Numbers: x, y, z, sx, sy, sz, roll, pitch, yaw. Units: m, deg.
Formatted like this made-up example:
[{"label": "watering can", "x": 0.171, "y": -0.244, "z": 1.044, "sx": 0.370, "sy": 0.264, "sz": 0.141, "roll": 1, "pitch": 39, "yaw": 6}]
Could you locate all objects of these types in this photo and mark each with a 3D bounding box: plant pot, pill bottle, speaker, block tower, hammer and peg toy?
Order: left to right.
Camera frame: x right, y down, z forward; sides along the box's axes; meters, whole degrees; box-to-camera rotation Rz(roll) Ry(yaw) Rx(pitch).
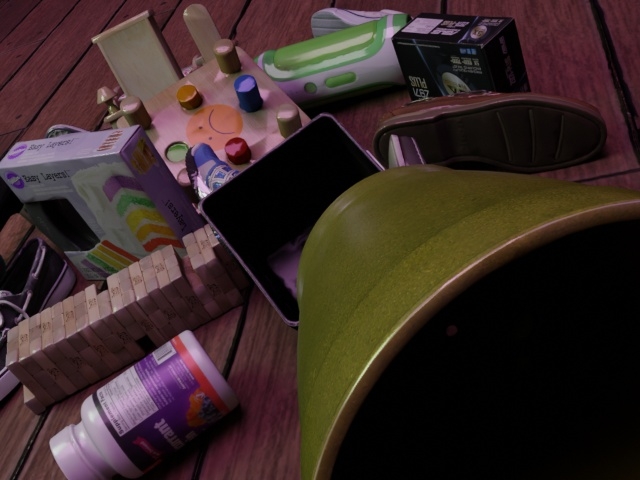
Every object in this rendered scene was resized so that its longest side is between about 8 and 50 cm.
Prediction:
[{"label": "block tower", "x": -0.266, "y": 0.102, "z": 1.018, "sx": 0.336, "sy": 0.097, "sz": 0.091, "roll": -30, "pitch": 35, "yaw": -3}, {"label": "pill bottle", "x": -0.199, "y": 0.198, "z": 0.844, "sx": 0.194, "sy": 0.108, "sz": 0.108, "roll": -35, "pitch": 37, "yaw": -11}, {"label": "hammer and peg toy", "x": -0.132, "y": -0.146, "z": 1.194, "sx": 0.266, "sy": 0.127, "sz": 0.361, "roll": -36, "pitch": 63, "yaw": -12}, {"label": "plant pot", "x": 0.000, "y": 0.000, "z": 0.882, "sx": 0.188, "sy": 0.167, "sz": 0.187, "roll": -37, "pitch": 68, "yaw": -7}, {"label": "speaker", "x": 0.026, "y": -0.308, "z": 1.324, "sx": 0.297, "sy": 0.131, "sz": 0.131, "roll": -11, "pitch": 38, "yaw": 20}, {"label": "plant pot", "x": 0.128, "y": 0.091, "z": 0.612, "sx": 0.367, "sy": 0.366, "sz": 0.353, "roll": -29, "pitch": 25, "yaw": -3}]

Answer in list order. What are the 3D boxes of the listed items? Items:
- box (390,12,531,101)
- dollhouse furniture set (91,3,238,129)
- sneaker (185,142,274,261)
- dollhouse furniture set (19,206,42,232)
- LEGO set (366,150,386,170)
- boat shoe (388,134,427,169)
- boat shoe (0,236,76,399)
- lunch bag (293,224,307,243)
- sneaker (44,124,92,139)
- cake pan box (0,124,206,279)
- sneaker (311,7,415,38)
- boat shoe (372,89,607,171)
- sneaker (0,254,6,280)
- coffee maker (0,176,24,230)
[{"label": "box", "x": 0.213, "y": -0.257, "z": 1.128, "sx": 0.077, "sy": 0.147, "sz": 0.180, "roll": -44, "pitch": 40, "yaw": -22}, {"label": "dollhouse furniture set", "x": -0.298, "y": -0.374, "z": 1.480, "sx": 0.303, "sy": 0.173, "sz": 0.355, "roll": -22, "pitch": 20, "yaw": 9}, {"label": "sneaker", "x": -0.121, "y": -0.064, "z": 1.016, "sx": 0.081, "sy": 0.080, "sz": 0.211, "roll": -34, "pitch": 54, "yaw": 3}, {"label": "dollhouse furniture set", "x": -0.489, "y": -0.059, "z": 1.357, "sx": 0.184, "sy": 0.129, "sz": 0.129, "roll": -25, "pitch": 28, "yaw": 47}, {"label": "LEGO set", "x": 0.083, "y": -0.076, "z": 1.060, "sx": 0.183, "sy": 0.060, "sz": 0.244, "roll": -30, "pitch": 36, "yaw": 1}, {"label": "boat shoe", "x": 0.135, "y": -0.037, "z": 0.923, "sx": 0.069, "sy": 0.081, "sz": 0.227, "roll": -10, "pitch": 62, "yaw": -3}, {"label": "boat shoe", "x": -0.472, "y": 0.117, "z": 1.114, "sx": 0.113, "sy": 0.105, "sz": 0.306, "roll": -6, "pitch": 40, "yaw": 26}, {"label": "lunch bag", "x": -0.036, "y": -0.016, "z": 1.020, "sx": 0.067, "sy": 0.098, "sz": 0.065, "roll": -24, "pitch": 38, "yaw": -15}, {"label": "sneaker", "x": -0.379, "y": -0.159, "z": 1.328, "sx": 0.086, "sy": 0.226, "sz": 0.163, "roll": -53, "pitch": 31, "yaw": 17}, {"label": "cake pan box", "x": -0.312, "y": -0.045, "z": 1.100, "sx": 0.267, "sy": 0.245, "sz": 0.070, "roll": -1, "pitch": 42, "yaw": 29}, {"label": "sneaker", "x": 0.087, "y": -0.407, "z": 1.459, "sx": 0.091, "sy": 0.094, "sz": 0.258, "roll": -26, "pitch": 36, "yaw": -32}, {"label": "boat shoe", "x": 0.227, "y": -0.164, "z": 1.021, "sx": 0.308, "sy": 0.110, "sz": 0.104, "roll": 2, "pitch": 36, "yaw": 17}, {"label": "sneaker", "x": -0.636, "y": 0.060, "z": 1.266, "sx": 0.178, "sy": 0.123, "sz": 0.296, "roll": -44, "pitch": 47, "yaw": -15}, {"label": "coffee maker", "x": -0.534, "y": -0.019, "z": 1.152, "sx": 0.171, "sy": 0.120, "sz": 0.178, "roll": 7, "pitch": 48, "yaw": -1}]
